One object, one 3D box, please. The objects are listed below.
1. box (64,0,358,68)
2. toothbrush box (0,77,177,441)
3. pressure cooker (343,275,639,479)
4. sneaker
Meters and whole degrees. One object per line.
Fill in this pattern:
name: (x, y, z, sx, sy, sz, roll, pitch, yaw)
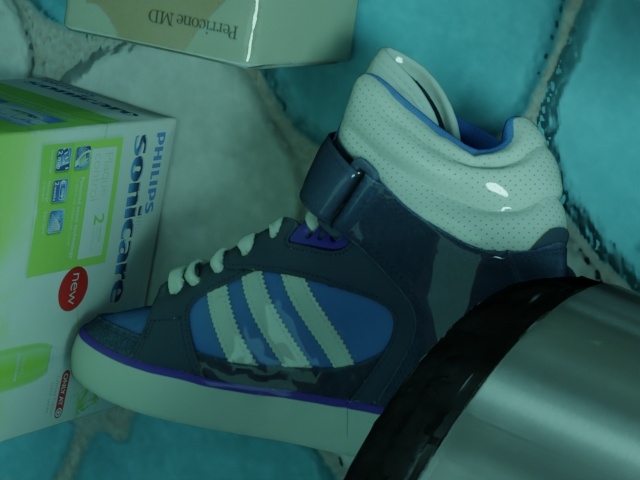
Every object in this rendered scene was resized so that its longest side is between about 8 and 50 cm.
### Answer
box: (-0.047, -0.266, 1.153, 0.148, 0.121, 0.311, 13, 102, 28)
toothbrush box: (-0.231, 0.015, 1.202, 0.122, 0.283, 0.206, 18, 104, 27)
pressure cooker: (0.219, 0.240, 0.911, 0.420, 0.370, 0.375, 23, 105, 24)
sneaker: (0.000, 0.000, 1.165, 0.323, 0.130, 0.236, 9, 92, 33)
